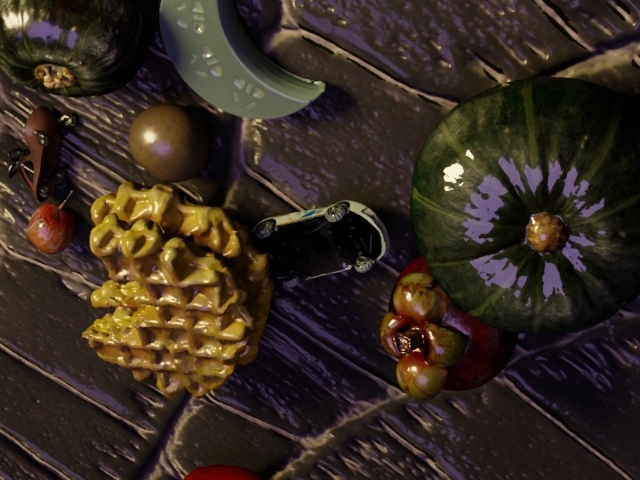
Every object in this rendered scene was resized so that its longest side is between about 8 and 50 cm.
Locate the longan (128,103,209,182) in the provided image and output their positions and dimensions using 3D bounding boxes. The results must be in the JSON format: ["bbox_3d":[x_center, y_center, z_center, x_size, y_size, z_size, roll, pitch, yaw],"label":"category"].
[{"bbox_3d":[-0.193,-0.122,1.514,0.113,0.092,0.113,3,138,3],"label":"longan"}]

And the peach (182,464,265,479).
[{"bbox_3d":[-0.140,0.438,1.832,0.197,0.197,0.197,10,126,14],"label":"peach"}]

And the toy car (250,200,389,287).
[{"bbox_3d":[0.000,0.000,1.546,0.205,0.056,0.095,-14,117,33],"label":"toy car"}]

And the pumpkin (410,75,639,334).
[{"bbox_3d":[0.252,-0.042,1.326,0.300,0.207,0.300,4,109,11],"label":"pumpkin"}]

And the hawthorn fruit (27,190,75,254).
[{"bbox_3d":[-0.371,-0.030,1.666,0.067,0.067,0.103,30,127,-1],"label":"hawthorn fruit"}]

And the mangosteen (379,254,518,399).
[{"bbox_3d":[0.152,0.106,1.473,0.200,0.200,0.200,10,126,14],"label":"mangosteen"}]

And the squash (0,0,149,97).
[{"bbox_3d":[-0.303,-0.250,1.420,0.193,0.156,0.193,25,171,4],"label":"squash"}]

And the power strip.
[{"bbox_3d":[-0.112,-0.253,1.415,0.167,0.054,0.253,-17,117,29],"label":"power strip"}]

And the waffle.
[{"bbox_3d":[-0.197,0.071,1.592,0.261,0.151,0.324,20,144,5],"label":"waffle"}]

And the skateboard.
[{"bbox_3d":[-0.386,-0.117,1.616,0.080,0.067,0.151,29,133,12],"label":"skateboard"}]
